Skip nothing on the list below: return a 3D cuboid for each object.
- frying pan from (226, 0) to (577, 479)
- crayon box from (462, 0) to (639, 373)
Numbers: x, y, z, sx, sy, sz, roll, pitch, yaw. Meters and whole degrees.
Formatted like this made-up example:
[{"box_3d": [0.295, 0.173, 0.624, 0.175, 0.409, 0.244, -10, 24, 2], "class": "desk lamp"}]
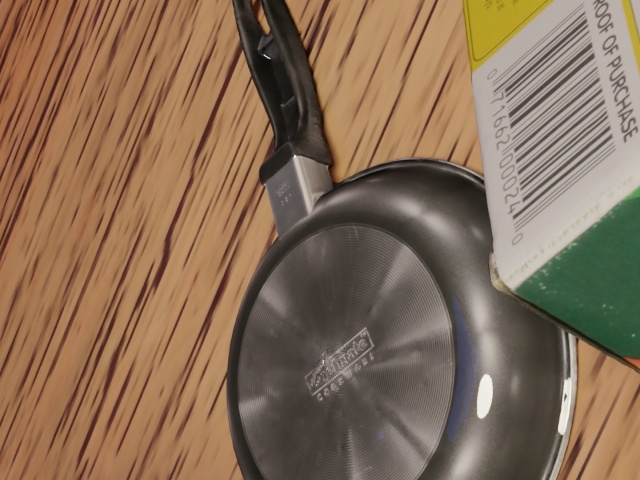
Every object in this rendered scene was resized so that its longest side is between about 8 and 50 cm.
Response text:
[{"box_3d": [0.021, -0.003, 0.793, 0.197, 0.053, 0.326, -15, 73, 42], "class": "frying pan"}, {"box_3d": [0.183, -0.124, 0.579, 0.318, 0.081, 0.202, -42, 30, 32], "class": "crayon box"}]
